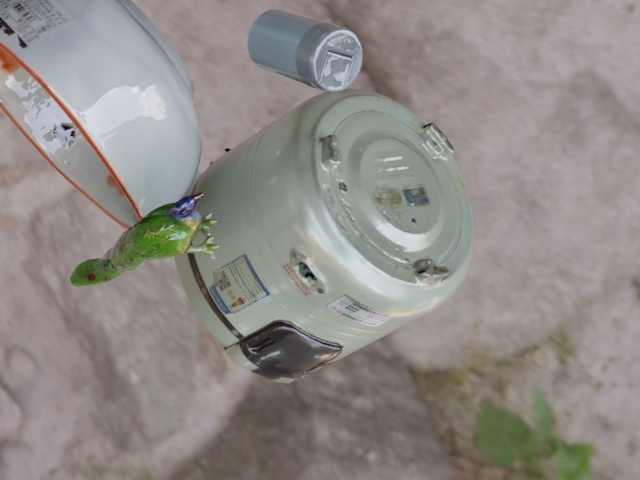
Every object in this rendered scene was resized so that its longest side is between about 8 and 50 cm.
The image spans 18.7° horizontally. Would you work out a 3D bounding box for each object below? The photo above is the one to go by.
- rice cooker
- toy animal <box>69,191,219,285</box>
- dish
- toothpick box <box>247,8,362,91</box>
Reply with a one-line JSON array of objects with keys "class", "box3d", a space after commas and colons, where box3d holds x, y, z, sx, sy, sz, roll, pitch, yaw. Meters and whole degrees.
[{"class": "rice cooker", "box3d": [0.000, 0.000, 1.707, 0.226, 0.244, 0.226, 24, 53, -36]}, {"class": "toy animal", "box3d": [-0.127, 0.003, 1.537, 0.075, 0.217, 0.041, -3, 77, -29]}, {"class": "dish", "box3d": [-0.191, -0.134, 1.630, 0.117, 0.256, 0.256, -42, 116, -13]}, {"class": "toothpick box", "box3d": [-0.012, -0.150, 1.525, 0.052, 0.083, 0.052, -16, 116, -37]}]
